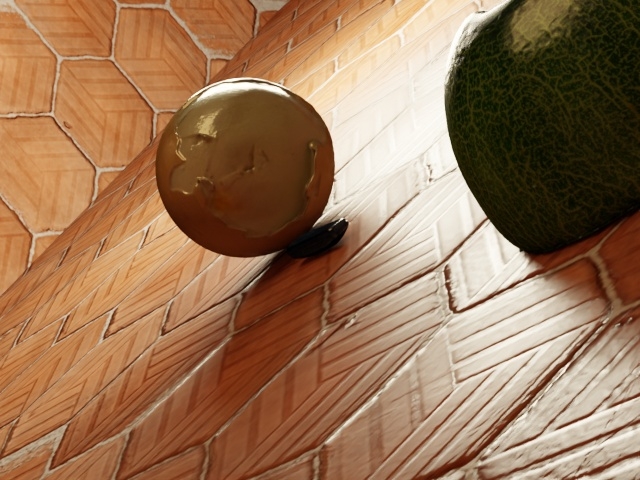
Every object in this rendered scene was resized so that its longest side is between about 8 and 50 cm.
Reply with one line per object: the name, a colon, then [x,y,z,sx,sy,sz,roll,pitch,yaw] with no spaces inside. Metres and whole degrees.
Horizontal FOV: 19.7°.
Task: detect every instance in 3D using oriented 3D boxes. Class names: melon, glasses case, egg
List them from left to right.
egg: [-0.085,-0.079,2.067,0.201,0.201,0.244,-41,0,-5]
glasses case: [0.000,0.000,1.927,0.033,0.023,0.083,-38,10,-40]
melon: [0.167,-0.095,1.402,0.265,0.169,0.129,-27,18,52]
